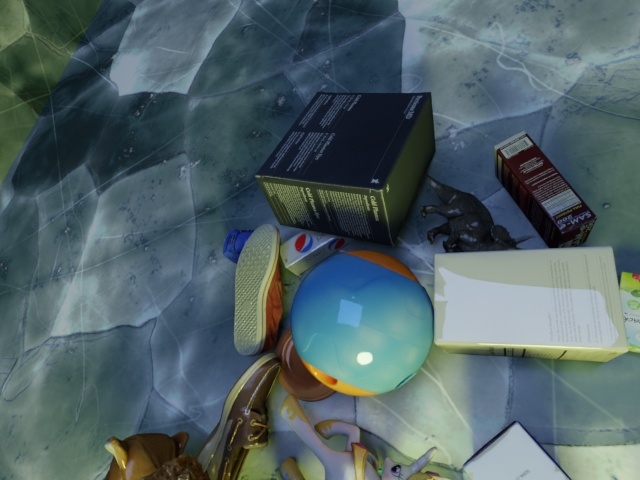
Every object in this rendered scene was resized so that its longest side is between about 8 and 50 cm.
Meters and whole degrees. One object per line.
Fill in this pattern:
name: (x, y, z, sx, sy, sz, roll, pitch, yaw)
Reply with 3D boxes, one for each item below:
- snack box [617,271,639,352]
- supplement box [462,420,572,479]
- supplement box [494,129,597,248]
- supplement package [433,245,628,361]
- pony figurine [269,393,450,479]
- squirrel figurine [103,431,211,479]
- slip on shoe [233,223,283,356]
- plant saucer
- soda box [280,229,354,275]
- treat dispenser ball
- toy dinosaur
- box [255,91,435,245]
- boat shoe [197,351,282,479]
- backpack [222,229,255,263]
snack box: (0.600, 0.136, 0.754, 0.100, 0.037, 0.141, 11, 74, 29)
supplement box: (0.321, 0.375, 0.672, 0.111, 0.220, 0.114, -41, 57, 2)
supplement box: (0.461, -0.100, 0.866, 0.073, 0.130, 0.239, -28, 61, 11)
supplement package: (0.375, 0.125, 0.780, 0.293, 0.175, 0.178, -3, 69, 23)
pony figurine: (0.026, 0.499, 0.751, 0.363, 0.303, 0.351, 5, 61, 42)
squirrel figurine: (-0.292, 0.538, 0.772, 0.397, 0.281, 0.370, -39, 49, 28)
slip on shoe: (-0.146, 0.122, 1.043, 0.123, 0.101, 0.331, -4, 77, 35)
plant saucer: (-0.026, 0.277, 0.980, 0.200, 0.037, 0.200, -10, 64, 21)
soda box: (0.000, 0.000, 1.070, 0.216, 0.069, 0.074, -32, 58, 8)
treat dispenser ball: (0.082, 0.163, 0.833, 0.288, 0.288, 0.288, -9, 65, 21)
toy dinosaur: (0.326, -0.036, 0.928, 0.160, 0.121, 0.313, -18, 47, -3)
box: (0.077, -0.190, 0.999, 0.312, 0.179, 0.343, 11, 55, 29)
boat shoe: (-0.164, 0.425, 0.938, 0.123, 0.123, 0.342, 28, 86, 24)
backpack: (-0.213, 0.013, 1.145, 0.120, 0.101, 0.098, 3, 63, 30)
